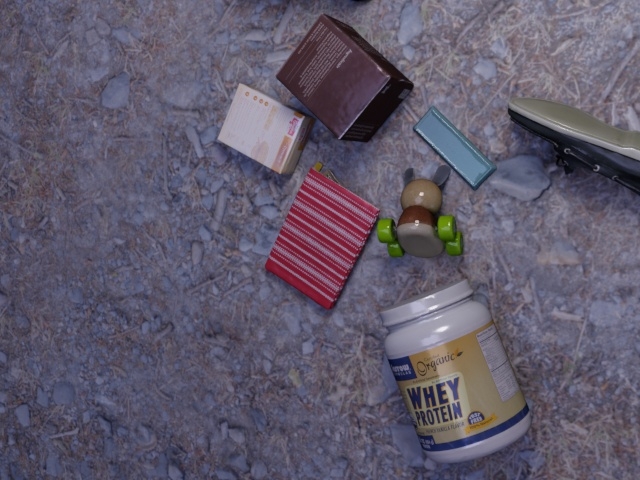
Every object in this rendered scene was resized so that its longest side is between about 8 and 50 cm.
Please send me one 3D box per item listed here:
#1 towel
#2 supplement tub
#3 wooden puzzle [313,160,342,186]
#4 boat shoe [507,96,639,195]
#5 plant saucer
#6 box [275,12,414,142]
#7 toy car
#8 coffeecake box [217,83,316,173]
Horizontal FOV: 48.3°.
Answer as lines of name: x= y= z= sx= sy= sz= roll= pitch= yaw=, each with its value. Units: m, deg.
towel: x=0.000 y=0.000 z=1.621 sx=0.198 sy=0.031 sz=0.275 roll=33 pitch=110 yaw=18
supplement tub: x=0.262 y=0.256 z=1.427 sx=0.228 sy=0.228 sz=0.317 roll=-23 pitch=85 yaw=24
wooden puzzle: x=0.011 y=-0.116 z=1.621 sx=0.116 sy=0.014 sz=0.078 roll=48 pitch=112 yaw=12
boat shoe: x=0.501 y=-0.169 z=1.341 sx=0.339 sy=0.127 sz=0.113 roll=23 pitch=127 yaw=18
plant saucer: x=0.278 y=-0.195 z=1.492 sx=0.192 sy=0.018 sz=0.067 roll=48 pitch=111 yaw=14
box: x=0.052 y=-0.336 z=1.496 sx=0.203 sy=0.168 sz=0.167 roll=46 pitch=111 yaw=14
toy car: x=0.215 y=-0.070 z=1.495 sx=0.154 sy=0.149 sz=0.189 roll=-2 pitch=66 yaw=22
coffeecake box: x=-0.124 y=-0.255 z=1.638 sx=0.185 sy=0.068 sz=0.143 roll=30 pitch=106 yaw=19
